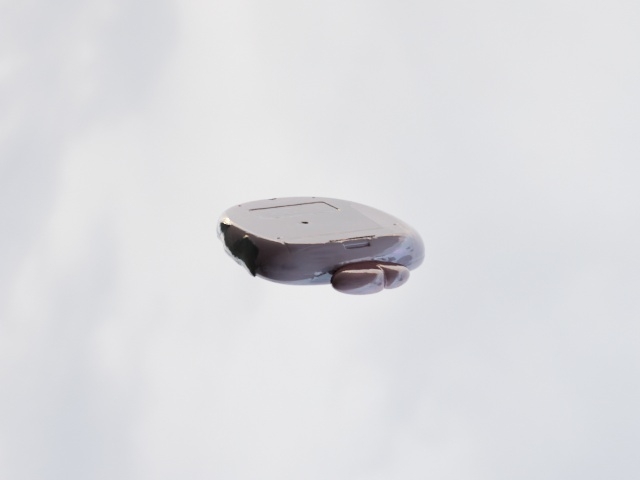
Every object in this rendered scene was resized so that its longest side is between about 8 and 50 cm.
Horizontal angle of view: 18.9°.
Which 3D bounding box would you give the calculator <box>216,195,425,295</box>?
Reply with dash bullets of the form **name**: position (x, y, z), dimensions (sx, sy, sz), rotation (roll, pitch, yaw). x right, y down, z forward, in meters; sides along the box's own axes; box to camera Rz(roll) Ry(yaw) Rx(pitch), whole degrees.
- **calculator**: position (0.000, 0.000, 1.071), dimensions (0.166, 0.103, 0.024), rotation (-149, -124, -63)
